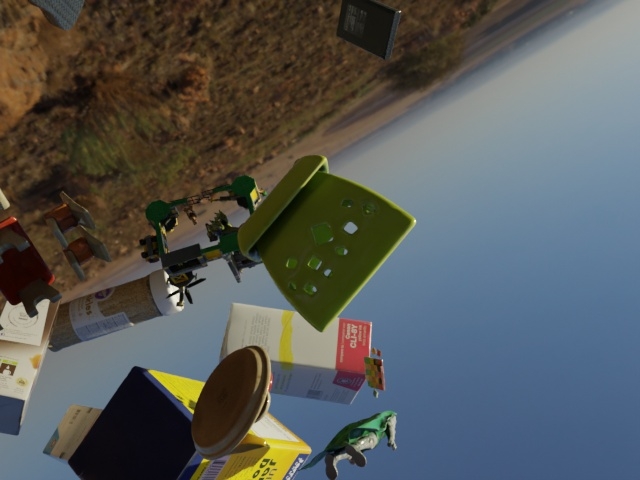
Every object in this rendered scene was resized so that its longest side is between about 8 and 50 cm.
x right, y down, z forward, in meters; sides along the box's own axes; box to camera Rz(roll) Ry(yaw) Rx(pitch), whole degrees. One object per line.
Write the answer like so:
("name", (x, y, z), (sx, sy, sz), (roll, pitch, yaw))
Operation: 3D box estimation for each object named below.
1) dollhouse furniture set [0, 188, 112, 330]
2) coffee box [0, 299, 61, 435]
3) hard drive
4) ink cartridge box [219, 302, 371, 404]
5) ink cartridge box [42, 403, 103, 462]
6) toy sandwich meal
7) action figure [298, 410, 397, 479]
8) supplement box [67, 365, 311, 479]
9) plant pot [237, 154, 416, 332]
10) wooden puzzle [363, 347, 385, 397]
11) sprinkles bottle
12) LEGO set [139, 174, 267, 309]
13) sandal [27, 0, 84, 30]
("dollhouse furniture set", (-0.512, -0.002, 1.026), (0.262, 0.259, 0.135), (-36, -133, -25))
("coffee box", (-0.591, 0.227, 1.256), (0.246, 0.098, 0.141), (-92, -154, -45))
("hard drive", (0.092, -0.424, 1.274), (0.022, 0.135, 0.094), (-22, 137, -40))
("ink cartridge box", (-0.076, 0.317, 1.788), (0.385, 0.160, 0.279), (8, 150, -5))
("ink cartridge box", (-0.429, 0.371, 1.207), (0.180, 0.060, 0.104), (-7, -133, 44))
("toy sandwich meal", (-0.053, 0.107, 0.420), (0.086, 0.029, 0.085), (-39, -149, 29))
("action figure", (0.070, 0.306, 1.005), (0.137, 0.063, 0.232), (-29, 168, 19))
("supplement box", (-0.209, 0.376, 1.127), (0.195, 0.194, 0.356), (-56, 147, -2))
("plant pot", (0.000, 0.000, 1.064), (0.228, 0.207, 0.227), (-50, 175, -3))
("wooden puzzle", (0.088, 0.215, 1.055), (0.006, 0.083, 0.049), (-5, 179, -28))
("sprinkles bottle", (-0.540, 0.180, 1.678), (0.356, 0.121, 0.121), (-19, -175, 0))
("LEGO set", (-0.262, 0.002, 1.611), (0.332, 0.254, 0.192), (-23, 151, -6))
("sandal", (-0.666, -0.625, 1.529), (0.446, 0.107, 0.167), (155, -42, -78))
